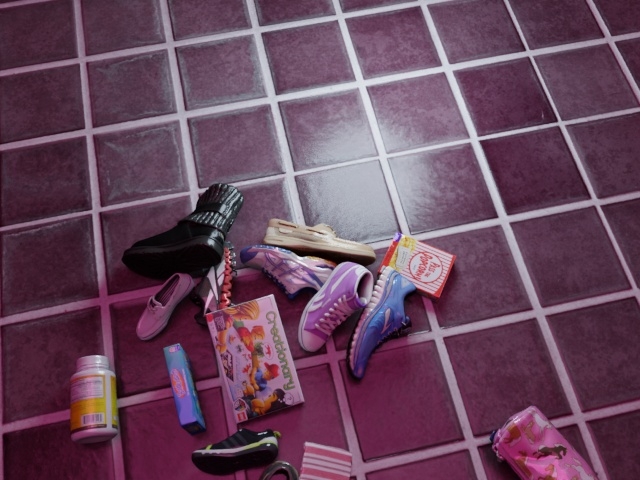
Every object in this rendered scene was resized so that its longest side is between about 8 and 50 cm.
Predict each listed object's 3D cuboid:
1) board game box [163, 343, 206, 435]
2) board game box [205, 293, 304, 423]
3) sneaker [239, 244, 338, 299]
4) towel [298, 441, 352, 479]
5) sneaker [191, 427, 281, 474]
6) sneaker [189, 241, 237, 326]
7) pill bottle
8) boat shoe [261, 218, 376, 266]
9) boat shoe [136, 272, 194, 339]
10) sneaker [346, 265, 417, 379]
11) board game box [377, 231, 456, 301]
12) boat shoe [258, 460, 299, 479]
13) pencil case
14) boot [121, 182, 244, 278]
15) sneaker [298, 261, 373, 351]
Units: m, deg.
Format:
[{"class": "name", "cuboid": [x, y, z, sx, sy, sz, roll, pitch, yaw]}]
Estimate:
[{"class": "board game box", "cuboid": [-0.358, 0.397, 1.750, 0.047, 0.160, 0.210, -16, 65, -7]}, {"class": "board game box", "cuboid": [-0.179, 0.319, 1.798, 0.193, 0.053, 0.305, -17, 84, -8]}, {"class": "sneaker", "cuboid": [-0.099, 0.099, 1.913, 0.297, 0.112, 0.130, 13, 78, 5]}, {"class": "towel", "cuboid": [0.005, 0.625, 1.686, 0.144, 0.029, 0.197, 22, 61, -23]}, {"class": "sneaker", "cuboid": [-0.220, 0.548, 1.741, 0.235, 0.084, 0.097, -6, 33, 0]}, {"class": "sneaker", "cuboid": [-0.309, 0.127, 1.909, 0.135, 0.097, 0.276, 1, 66, -2]}, {"class": "pill bottle", "cuboid": [-0.605, 0.422, 1.760, 0.117, 0.117, 0.215, -9, 65, -4]}, {"class": "boat shoe", "cuboid": [0.000, 0.000, 1.957, 0.341, 0.121, 0.110, 10, 66, 6]}, {"class": "boat shoe", "cuboid": [-0.456, 0.179, 1.868, 0.083, 0.076, 0.226, 34, 86, 28]}, {"class": "sneaker", "cuboid": [0.175, 0.240, 1.839, 0.147, 0.130, 0.330, 26, 75, 5]}, {"class": "board game box", "cuboid": [0.285, 0.078, 1.963, 0.194, 0.045, 0.146, 22, 67, 10]}, {"class": "boat shoe", "cuboid": [-0.150, 0.714, 1.619, 0.132, 0.130, 0.355, 13, 66, 6]}, {"class": "pencil case", "cuboid": [0.602, 0.609, 1.657, 0.167, 0.160, 0.386, -45, 71, 12]}, {"class": "boot", "cuboid": [-0.401, -0.028, 1.957, 0.348, 0.131, 0.260, -8, 46, 20]}, {"class": "sneaker", "cuboid": [0.046, 0.191, 1.818, 0.102, 0.161, 0.282, 31, 85, -28]}]
